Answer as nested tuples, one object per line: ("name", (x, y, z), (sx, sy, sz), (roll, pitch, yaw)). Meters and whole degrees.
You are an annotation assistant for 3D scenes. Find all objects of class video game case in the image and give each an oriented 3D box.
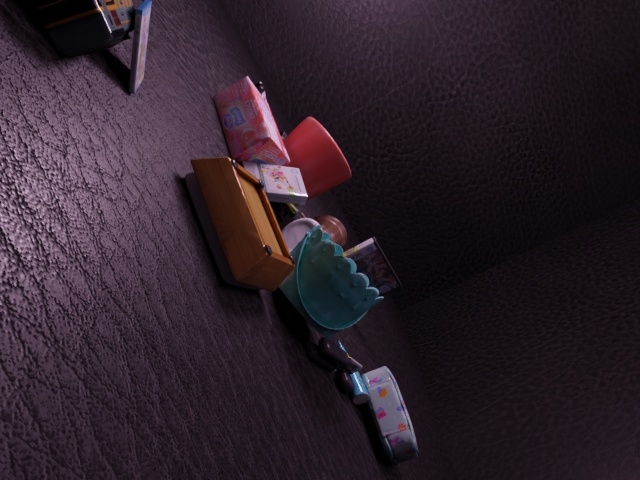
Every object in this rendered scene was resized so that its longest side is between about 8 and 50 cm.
("video game case", (0.160, 0.142, 2.094), (0.275, 0.248, 0.035), (56, 10, -34))
("video game case", (-0.374, -0.403, 1.098), (0.119, 0.015, 0.166), (-102, -155, -57))

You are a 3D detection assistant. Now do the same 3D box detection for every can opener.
("can opener", (0.049, 0.346, 1.473), (0.280, 0.074, 0.093), (51, 16, -51))

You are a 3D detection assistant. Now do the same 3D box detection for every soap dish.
("soap dish", (-0.173, -0.036, 1.193), (0.290, 0.118, 0.229), (67, 10, 16))

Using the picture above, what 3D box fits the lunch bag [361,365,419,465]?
("lunch bag", (0.216, 0.555, 1.652), (0.224, 0.108, 0.279), (74, -2, -57))

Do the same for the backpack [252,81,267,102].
("backpack", (-0.245, -0.467, 1.930), (0.115, 0.152, 0.182), (6, 68, -73))

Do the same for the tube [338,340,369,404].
("tube", (0.095, 0.410, 1.646), (0.207, 0.052, 0.080), (-113, -175, -50))

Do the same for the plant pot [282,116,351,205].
("plant pot", (-0.065, -0.263, 1.884), (0.275, 0.243, 0.275), (54, -5, 7))

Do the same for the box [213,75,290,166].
("box", (-0.227, -0.365, 1.727), (0.154, 0.142, 0.300), (48, 17, -57))

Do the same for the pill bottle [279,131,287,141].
("pill bottle", (-0.142, -0.302, 2.069), (0.219, 0.123, 0.123), (60, 10, -25))

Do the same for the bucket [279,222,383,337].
("bucket", (0.015, 0.114, 1.423), (0.281, 0.183, 0.281), (47, 3, -3))

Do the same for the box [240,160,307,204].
("box", (-0.144, -0.175, 1.614), (0.186, 0.038, 0.145), (6, 42, -23))

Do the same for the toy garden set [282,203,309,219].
("toy garden set", (-0.083, -0.072, 1.752), (0.244, 0.049, 0.204), (52, -9, -2))

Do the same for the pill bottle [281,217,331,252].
("pill bottle", (-0.015, 0.064, 1.662), (0.264, 0.153, 0.153), (55, 13, -44))

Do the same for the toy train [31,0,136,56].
("toy train", (-0.424, -0.449, 0.965), (0.334, 0.142, 0.190), (-104, 178, -64))

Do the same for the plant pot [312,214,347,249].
("plant pot", (0.000, 0.000, 1.944), (0.167, 0.167, 0.165), (62, 17, -4))
